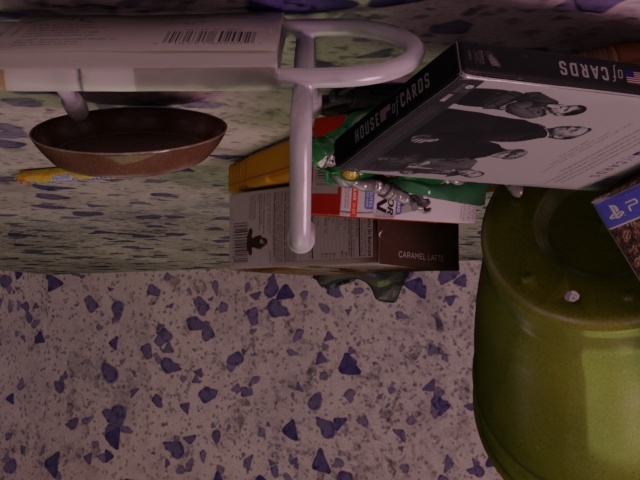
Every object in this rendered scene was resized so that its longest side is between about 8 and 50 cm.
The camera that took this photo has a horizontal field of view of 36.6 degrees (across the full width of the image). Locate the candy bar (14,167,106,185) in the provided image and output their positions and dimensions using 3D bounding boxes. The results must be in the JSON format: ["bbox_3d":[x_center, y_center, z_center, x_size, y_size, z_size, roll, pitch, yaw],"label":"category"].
[{"bbox_3d":[-0.316,-0.084,1.243,0.161,0.018,0.040,-3,174,17],"label":"candy bar"}]

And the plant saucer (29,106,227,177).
[{"bbox_3d":[-0.165,-0.085,0.842,0.168,0.029,0.168,0,-161,0],"label":"plant saucer"}]

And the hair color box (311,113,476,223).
[{"bbox_3d":[0.073,-0.065,0.921,0.167,0.093,0.053,2,-178,-37],"label":"hair color box"}]

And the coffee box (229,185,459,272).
[{"bbox_3d":[0.023,-0.011,1.130,0.141,0.098,0.246,5,174,-45],"label":"coffee box"}]

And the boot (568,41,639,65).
[{"bbox_3d":[0.257,-0.111,0.779,0.152,0.073,0.197,-6,176,11],"label":"boot"}]

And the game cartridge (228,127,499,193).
[{"bbox_3d":[0.076,-0.081,1.145,0.285,0.052,0.324,3,173,-27],"label":"game cartridge"}]

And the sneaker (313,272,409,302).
[{"bbox_3d":[0.000,0.000,1.336,0.300,0.121,0.111,20,-164,37],"label":"sneaker"}]

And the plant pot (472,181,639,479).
[{"bbox_3d":[0.315,0.081,1.041,0.366,0.366,0.353,-3,143,20],"label":"plant pot"}]

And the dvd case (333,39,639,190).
[{"bbox_3d":[0.154,-0.080,0.684,0.239,0.029,0.179,2,165,-24],"label":"dvd case"}]

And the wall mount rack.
[{"bbox_3d":[-0.109,-0.096,0.676,0.350,0.130,0.304,0,-153,1],"label":"wall mount rack"}]

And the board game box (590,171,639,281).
[{"bbox_3d":[0.394,0.028,0.725,0.141,0.291,0.232,-31,180,-33],"label":"board game box"}]

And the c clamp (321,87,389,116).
[{"bbox_3d":[0.068,-0.120,0.887,0.161,0.022,0.137,2,174,-32],"label":"c clamp"}]

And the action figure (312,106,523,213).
[{"bbox_3d":[0.087,-0.074,0.847,0.232,0.137,0.063,-1,-140,-28],"label":"action figure"}]
